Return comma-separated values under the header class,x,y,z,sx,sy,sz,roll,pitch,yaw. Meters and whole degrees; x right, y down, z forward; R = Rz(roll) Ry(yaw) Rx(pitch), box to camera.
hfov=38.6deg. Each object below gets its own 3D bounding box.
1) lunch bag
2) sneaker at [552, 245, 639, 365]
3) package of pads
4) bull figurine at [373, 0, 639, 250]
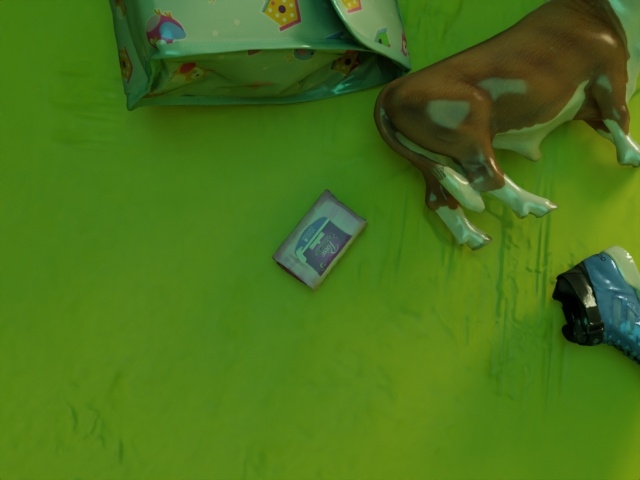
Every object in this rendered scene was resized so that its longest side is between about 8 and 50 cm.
class,x,y,z,sx,sy,sz,roll,pitch,yaw
lunch bag,-0.049,-0.239,0.797,0.262,0.160,0.223,-7,79,-23
sneaker,0.262,0.087,0.808,0.084,0.058,0.152,-23,79,-10
package of pads,0.000,0.000,0.829,0.050,0.032,0.083,38,84,5
bull figurine,0.204,-0.130,0.815,0.310,0.101,0.188,-27,86,-5
